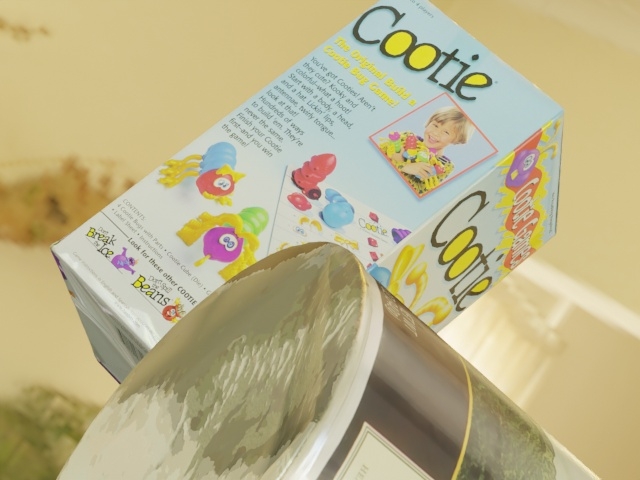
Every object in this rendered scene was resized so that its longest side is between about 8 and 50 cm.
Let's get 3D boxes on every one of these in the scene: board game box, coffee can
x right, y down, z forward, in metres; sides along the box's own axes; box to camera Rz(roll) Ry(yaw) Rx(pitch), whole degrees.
[{"bbox_3d":[0.000,0.000,1.066,0.144,0.275,0.142,43,-19,27],"label":"board game box"},{"bbox_3d":[0.040,0.162,0.747,0.275,0.201,0.201,42,-10,-21],"label":"coffee can"}]
